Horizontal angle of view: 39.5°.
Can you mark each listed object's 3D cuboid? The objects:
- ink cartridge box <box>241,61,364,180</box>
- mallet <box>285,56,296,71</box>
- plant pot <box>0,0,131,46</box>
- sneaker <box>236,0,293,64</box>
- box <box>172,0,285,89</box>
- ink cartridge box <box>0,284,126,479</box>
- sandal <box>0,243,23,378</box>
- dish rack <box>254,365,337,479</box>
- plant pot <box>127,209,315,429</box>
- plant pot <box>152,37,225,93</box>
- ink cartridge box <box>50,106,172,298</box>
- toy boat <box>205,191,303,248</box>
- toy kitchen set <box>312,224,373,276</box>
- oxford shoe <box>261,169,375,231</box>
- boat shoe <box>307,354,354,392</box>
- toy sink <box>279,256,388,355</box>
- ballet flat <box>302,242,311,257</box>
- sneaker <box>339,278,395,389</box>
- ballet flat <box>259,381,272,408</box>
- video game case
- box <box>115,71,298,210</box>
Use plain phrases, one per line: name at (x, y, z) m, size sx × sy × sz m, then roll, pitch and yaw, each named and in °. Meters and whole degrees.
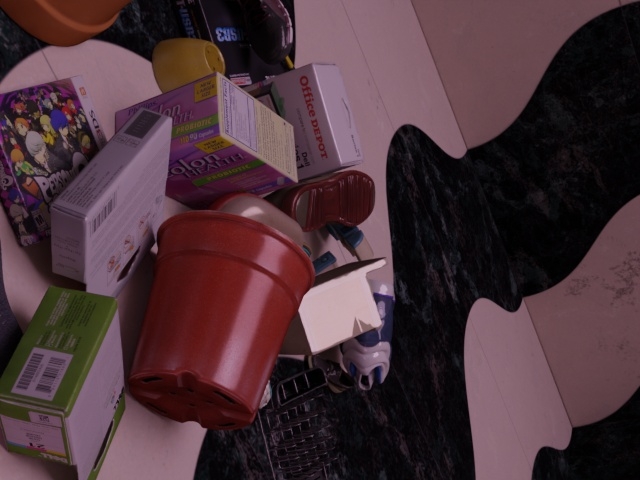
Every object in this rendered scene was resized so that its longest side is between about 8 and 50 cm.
ink cartridge box at (-0.082, -0.205, 1.711) m, size 0.117 × 0.278 × 0.201 m, roll -20°, pitch 94°, yaw -65°
mallet at (-0.068, -0.399, 1.979) m, size 0.190 × 0.039 × 0.062 m, roll 55°, pitch 29°, yaw -50°
plant pot at (-0.365, -0.471, 1.374) m, size 0.291 × 0.203 × 0.291 m, roll 42°, pitch 40°, yaw -49°
sneaker at (-0.160, -0.488, 1.774) m, size 0.162 × 0.106 × 0.281 m, roll 8°, pitch 59°, yaw -54°
box at (-0.189, -0.444, 1.864) m, size 0.295 × 0.073 × 0.293 m, roll -25°, pitch 99°, yaw -63°
ink cartridge box at (-0.340, 0.219, 1.201) m, size 0.189 × 0.097 × 0.255 m, roll -76°, pitch 176°, yaw -45°
sandal at (-0.443, 0.065, 1.120) m, size 0.097 × 0.054 × 0.254 m, roll -31°, pitch 114°, yaw -56°
dish rack at (-0.037, 0.394, 1.719) m, size 0.208 × 0.074 × 0.271 m, roll -8°, pitch 84°, yaw -63°
plant pot at (-0.168, 0.138, 1.405) m, size 0.272 × 0.272 × 0.265 m, roll 50°, pitch 44°, yaw -42°
plant pot at (-0.237, -0.326, 1.673) m, size 0.134 × 0.095 × 0.134 m, roll 39°, pitch 43°, yaw -49°
ink cartridge box at (-0.310, -0.032, 1.339) m, size 0.275 × 0.060 × 0.239 m, roll -64°, pitch 171°, yaw -48°
toy boat at (-0.146, -0.006, 1.636) m, size 0.231 × 0.151 × 0.151 m, roll 35°, pitch 77°, yaw -56°
toy kitchen set at (0.000, 0.000, 2.017) m, size 0.122 × 0.166 × 0.207 m, roll 59°, pitch -7°, yaw -30°
oxford shoe at (-0.003, -0.091, 1.902) m, size 0.348 × 0.130 × 0.123 m, roll -7°, pitch 101°, yaw -55°
boat shoe at (0.024, 0.282, 1.924) m, size 0.152 × 0.049 × 0.056 m, roll 45°, pitch 38°, yaw -48°
toy sink at (0.025, 0.135, 1.772) m, size 0.234 × 0.153 × 0.131 m, roll -21°, pitch 95°, yaw -31°
ballet flat at (-0.091, 0.001, 1.819) m, size 0.232 × 0.080 × 0.073 m, roll 14°, pitch 50°, yaw -62°
sneaker at (0.098, 0.216, 2.011) m, size 0.323 × 0.130 × 0.236 m, roll 94°, pitch 5°, yaw -82°
ballet flat at (-0.149, 0.189, 1.602) m, size 0.077 × 0.091 × 0.241 m, roll -12°, pitch 82°, yaw -38°
video game case at (-0.394, -0.124, 1.312) m, size 0.232 × 0.042 × 0.210 m, roll -39°, pitch 113°, yaw -62°
box at (-0.192, -0.160, 1.539) m, size 0.243 × 0.213 × 0.117 m, roll 30°, pitch 51°, yaw -56°
